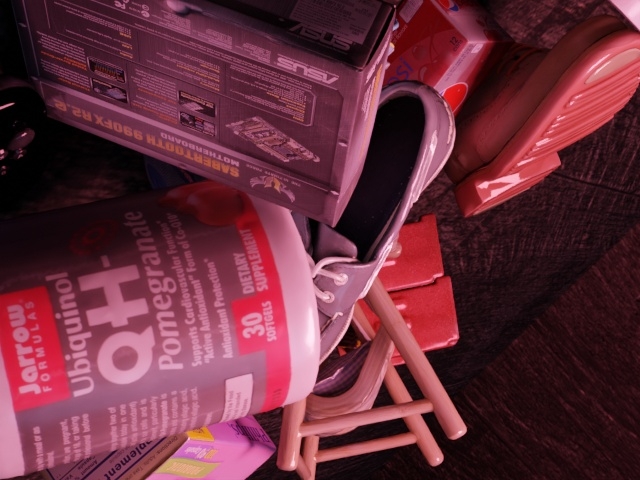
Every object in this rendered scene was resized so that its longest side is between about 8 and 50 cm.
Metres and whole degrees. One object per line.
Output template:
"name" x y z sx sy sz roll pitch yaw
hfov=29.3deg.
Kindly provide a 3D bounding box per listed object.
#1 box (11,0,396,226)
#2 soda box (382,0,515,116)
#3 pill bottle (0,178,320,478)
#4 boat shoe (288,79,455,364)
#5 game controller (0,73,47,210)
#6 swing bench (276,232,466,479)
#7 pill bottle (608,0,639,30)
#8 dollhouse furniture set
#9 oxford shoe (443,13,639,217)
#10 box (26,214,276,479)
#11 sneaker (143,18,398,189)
"box" -0.077 -0.112 0.776 0.183 0.231 0.056 98 15 -62
"soda box" 0.071 -0.129 1.223 0.092 0.083 0.263 -13 148 -51
"pill bottle" -0.175 0.065 0.858 0.319 0.176 0.176 -13 152 -18
"boat shoe" 0.000 0.000 1.017 0.319 0.116 0.099 -54 171 0
"game controller" -0.323 -0.003 0.804 0.319 0.067 0.166 -31 159 -21
"swing bench" 0.026 0.095 1.187 0.165 0.254 0.253 -11 164 -1
"pill bottle" 0.398 -0.327 1.349 0.193 0.108 0.108 -45 160 15
"dollhouse furniture set" -0.043 0.090 1.427 0.374 0.152 0.201 -10 171 -11
"oxford shoe" 0.195 -0.144 1.243 0.141 0.146 0.397 -25 170 -20
"box" -0.182 0.121 1.068 0.117 0.243 0.213 -41 160 5
"sneaker" -0.034 -0.108 1.016 0.208 0.127 0.319 -30 159 -23
